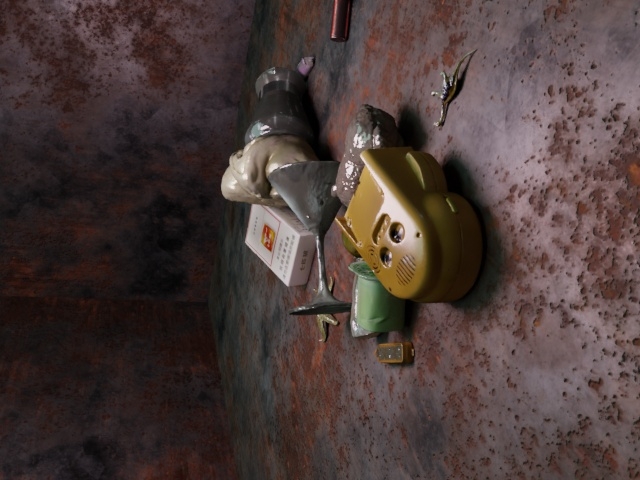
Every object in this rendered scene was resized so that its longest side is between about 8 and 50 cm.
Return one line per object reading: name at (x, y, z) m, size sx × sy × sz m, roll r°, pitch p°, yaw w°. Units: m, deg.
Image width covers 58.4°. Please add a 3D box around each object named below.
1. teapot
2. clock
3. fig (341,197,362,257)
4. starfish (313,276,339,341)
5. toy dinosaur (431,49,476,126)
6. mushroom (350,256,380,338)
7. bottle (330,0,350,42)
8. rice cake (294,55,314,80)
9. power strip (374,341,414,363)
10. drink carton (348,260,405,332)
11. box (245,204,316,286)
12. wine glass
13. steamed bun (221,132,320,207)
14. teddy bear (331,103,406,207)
teapot at (-0.142, -0.443, 2.151) m, size 0.300 × 0.253 × 0.344 m, roll 69°, pitch -164°, yaw -54°
clock at (0.189, -0.016, 1.176) m, size 0.244 × 0.200 × 0.317 m, roll 108°, pitch 148°, yaw -42°
fig at (0.097, -0.024, 1.401) m, size 0.133 × 0.185 × 0.127 m, roll 24°, pitch 90°, yaw 37°
starfish at (0.010, 0.217, 1.836) m, size 0.223 × 0.050 × 0.217 m, roll 35°, pitch 112°, yaw 62°
toy dinosaur at (0.270, -0.330, 1.214) m, size 0.058 × 0.037 × 0.180 m, roll 49°, pitch 144°, yaw 32°
mushroom at (0.119, 0.140, 1.478) m, size 0.092 × 0.081 × 0.223 m, roll 142°, pitch 131°, yaw -72°
bottle at (0.066, -0.726, 1.835) m, size 0.060 × 0.060 × 0.164 m, roll -160°, pitch 75°, yaw -70°
rice cake at (-0.087, -0.644, 2.256) m, size 0.270 × 0.055 × 0.049 m, roll 147°, pitch 120°, yaw -64°
power strip at (0.171, 0.271, 1.377) m, size 0.178 × 0.028 × 0.049 m, roll 149°, pitch 122°, yaw -67°
drink carton at (0.140, 0.131, 1.339) m, size 0.146 × 0.144 × 0.142 m, roll -139°, pitch 49°, yaw -67°
box at (-0.149, -0.007, 2.101) m, size 0.330 × 0.095 × 0.210 m, roll 42°, pitch 127°, yaw 44°
wine glass at (0.000, 0.000, 1.613) m, size 0.267 × 0.267 × 0.406 m, roll 144°, pitch 123°, yaw -65°
steamed bun at (-0.152, -0.242, 1.929) m, size 0.352 × 0.339 × 0.247 m, roll 178°, pitch 96°, yaw -69°
teddy bear at (0.120, -0.202, 1.434) m, size 0.236 × 0.151 × 0.267 m, roll -111°, pitch 31°, yaw -49°
